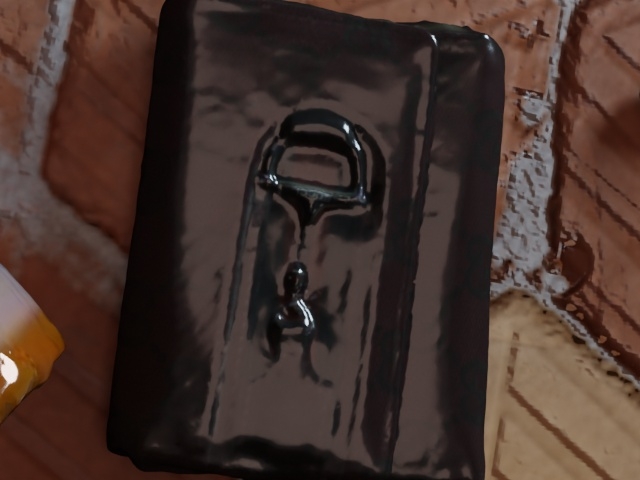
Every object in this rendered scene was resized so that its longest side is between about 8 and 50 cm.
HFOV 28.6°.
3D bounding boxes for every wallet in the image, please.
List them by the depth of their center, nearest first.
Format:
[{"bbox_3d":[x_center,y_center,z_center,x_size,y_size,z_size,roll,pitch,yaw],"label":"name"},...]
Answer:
[{"bbox_3d":[0.000,0.000,0.597,0.181,0.049,0.229,6,86,-11],"label":"wallet"}]

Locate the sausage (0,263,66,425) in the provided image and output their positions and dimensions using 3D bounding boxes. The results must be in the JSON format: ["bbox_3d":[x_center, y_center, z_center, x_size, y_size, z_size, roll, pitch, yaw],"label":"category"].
[{"bbox_3d":[-0.264,0.006,0.434,0.233,0.233,0.287,-43,100,-11],"label":"sausage"}]
